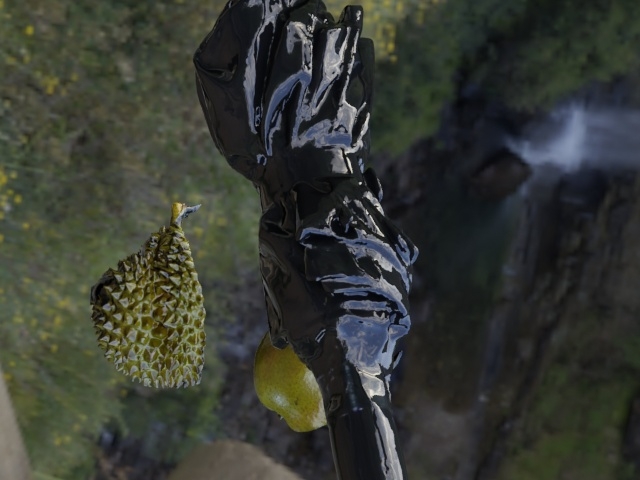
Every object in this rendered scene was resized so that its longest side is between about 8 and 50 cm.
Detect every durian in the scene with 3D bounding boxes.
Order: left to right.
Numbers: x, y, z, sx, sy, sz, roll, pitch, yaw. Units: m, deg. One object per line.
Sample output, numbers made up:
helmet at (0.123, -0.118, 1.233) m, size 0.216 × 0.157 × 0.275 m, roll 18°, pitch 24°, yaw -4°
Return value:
durian at (-0.218, 0.069, 1.758) m, size 0.193 × 0.137 × 0.237 m, roll -165°, pitch -103°, yaw -77°

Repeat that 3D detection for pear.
pear at (-0.012, 0.130, 1.511) m, size 0.104 × 0.141 × 0.141 m, roll 50°, pitch 51°, yaw -18°

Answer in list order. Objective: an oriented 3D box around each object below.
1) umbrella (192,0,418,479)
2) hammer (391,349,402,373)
umbrella at (0.000, 0.000, 0.754) m, size 0.118 × 0.118 × 0.340 m, roll 45°, pitch 29°, yaw -56°
hammer at (0.023, -0.006, 1.914) m, size 0.044 × 0.152 × 0.427 m, roll -18°, pitch 100°, yaw -24°
